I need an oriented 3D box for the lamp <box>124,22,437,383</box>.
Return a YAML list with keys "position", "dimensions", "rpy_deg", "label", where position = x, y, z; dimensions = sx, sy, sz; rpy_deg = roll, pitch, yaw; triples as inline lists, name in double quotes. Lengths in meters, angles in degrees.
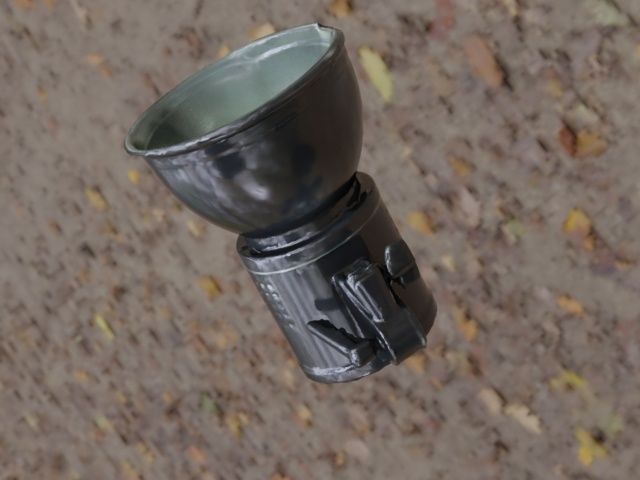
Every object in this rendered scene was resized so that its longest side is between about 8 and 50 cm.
- position: [0.000, 0.000, 0.887]
  dimensions: [0.227, 0.147, 0.172]
  rpy_deg: [61, 167, -22]
  label: "lamp"
